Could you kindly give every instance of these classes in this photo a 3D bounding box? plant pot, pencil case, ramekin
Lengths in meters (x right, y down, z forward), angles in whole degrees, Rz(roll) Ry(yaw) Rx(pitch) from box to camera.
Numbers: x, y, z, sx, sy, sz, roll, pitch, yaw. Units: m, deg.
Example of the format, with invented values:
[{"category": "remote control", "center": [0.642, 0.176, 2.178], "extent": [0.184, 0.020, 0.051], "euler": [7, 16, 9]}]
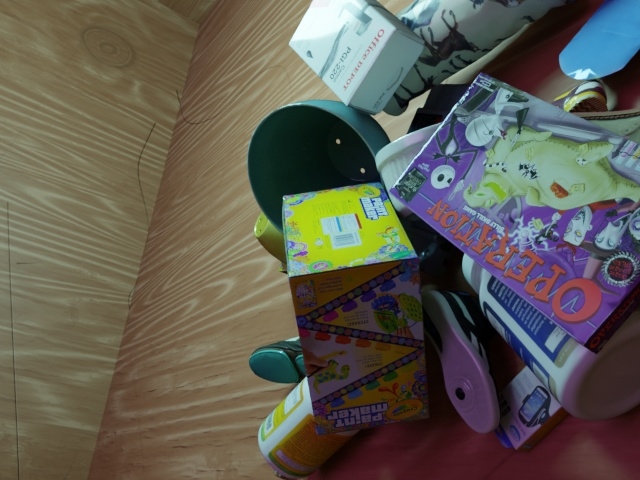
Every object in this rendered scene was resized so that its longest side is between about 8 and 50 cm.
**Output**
[{"category": "plant pot", "center": [-0.097, -0.024, 1.429], "extent": [0.134, 0.095, 0.134], "euler": [-40, 38, 41]}, {"category": "pencil case", "center": [0.249, -0.388, 1.121], "extent": [0.410, 0.183, 0.160], "euler": [-29, 68, 38]}, {"category": "plant pot", "center": [0.032, -0.148, 1.200], "extent": [0.290, 0.290, 0.195], "euler": [-39, 1, 41]}, {"category": "ramekin", "center": [0.198, -0.105, 0.967], "extent": [0.207, 0.207, 0.109], "euler": [-24, 77, 51]}]

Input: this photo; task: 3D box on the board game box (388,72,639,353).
[{"category": "board game box", "center": [0.251, -0.054, 0.732], "extent": [0.208, 0.056, 0.347], "euler": [-56, 44, 11]}]

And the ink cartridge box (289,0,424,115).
[{"category": "ink cartridge box", "center": [0.060, -0.354, 1.111], "extent": [0.218, 0.092, 0.158], "euler": [52, 121, 31]}]

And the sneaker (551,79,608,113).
[{"category": "sneaker", "center": [0.364, -0.169, 0.951], "extent": [0.185, 0.069, 0.084], "euler": [-43, 15, 43]}]

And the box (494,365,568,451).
[{"category": "box", "center": [0.290, 0.224, 0.842], "extent": [0.136, 0.028, 0.081], "euler": [-56, 31, 25]}]

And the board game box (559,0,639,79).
[{"category": "board game box", "center": [0.444, -0.300, 0.915], "extent": [0.168, 0.033, 0.133], "euler": [-51, 31, 9]}]

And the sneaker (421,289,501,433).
[{"category": "sneaker", "center": [0.233, 0.164, 0.902], "extent": [0.079, 0.121, 0.217], "euler": [-47, 55, 44]}]

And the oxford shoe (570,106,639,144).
[{"category": "oxford shoe", "center": [0.337, -0.086, 0.760], "extent": [0.348, 0.123, 0.130], "euler": [-19, 31, 32]}]

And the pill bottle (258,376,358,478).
[{"category": "pill bottle", "center": [0.002, 0.321, 1.138], "extent": [0.245, 0.136, 0.136], "euler": [-50, 34, 28]}]

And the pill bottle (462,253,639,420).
[{"category": "pill bottle", "center": [0.300, 0.085, 0.788], "extent": [0.153, 0.153, 0.264], "euler": [-58, 32, 18]}]

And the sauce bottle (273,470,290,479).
[{"category": "sauce bottle", "center": [-0.059, 0.424, 1.266], "extent": [0.042, 0.042, 0.128], "euler": [10, 81, 60]}]

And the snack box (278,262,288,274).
[{"category": "snack box", "center": [0.000, 0.000, 1.422], "extent": [0.207, 0.070, 0.174], "euler": [-4, 67, 57]}]

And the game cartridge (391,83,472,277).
[{"category": "game cartridge", "center": [0.216, -0.126, 1.165], "extent": [0.230, 0.068, 0.355], "euler": [27, 94, 56]}]

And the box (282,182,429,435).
[{"category": "box", "center": [0.048, 0.095, 0.982], "extent": [0.290, 0.177, 0.279], "euler": [-101, 3, -63]}]

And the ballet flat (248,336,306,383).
[{"category": "ballet flat", "center": [-0.033, 0.249, 1.296], "extent": [0.280, 0.096, 0.095], "euler": [-11, 105, 46]}]
